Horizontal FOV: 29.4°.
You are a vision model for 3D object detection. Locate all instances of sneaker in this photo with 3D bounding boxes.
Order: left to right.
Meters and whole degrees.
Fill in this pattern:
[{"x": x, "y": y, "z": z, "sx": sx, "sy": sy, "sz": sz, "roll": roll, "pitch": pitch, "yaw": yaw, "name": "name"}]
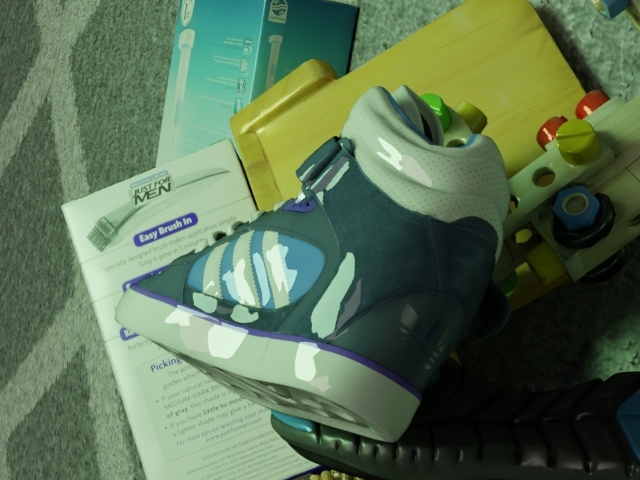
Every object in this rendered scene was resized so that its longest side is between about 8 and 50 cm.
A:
[{"x": 0.000, "y": 0.000, "z": 0.878, "sx": 0.322, "sy": 0.130, "sz": 0.236, "roll": 9, "pitch": 68, "yaw": 53, "name": "sneaker"}, {"x": 0.121, "y": 0.168, "z": 0.896, "sx": 0.340, "sy": 0.125, "sz": 0.140, "roll": 7, "pitch": 129, "yaw": 25, "name": "sneaker"}]

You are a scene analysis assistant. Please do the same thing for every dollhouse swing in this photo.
[{"x": 0.116, "y": 0.003, "z": 1.151, "sx": 0.315, "sy": 0.304, "sz": 0.347, "roll": 68, "pitch": 180, "yaw": -55, "name": "dollhouse swing"}]

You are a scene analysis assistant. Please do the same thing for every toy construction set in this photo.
[{"x": 0.184, "y": -0.089, "z": 0.926, "sx": 0.328, "sy": 0.151, "sz": 0.215, "roll": -45, "pitch": 52, "yaw": 13, "name": "toy construction set"}]

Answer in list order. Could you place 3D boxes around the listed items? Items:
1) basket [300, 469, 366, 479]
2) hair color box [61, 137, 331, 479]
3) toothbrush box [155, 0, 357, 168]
[{"x": 0.113, "y": 0.342, "z": 1.004, "sx": 0.213, "sy": 0.223, "sz": 0.299, "roll": -21, "pitch": 44, "yaw": 21, "name": "basket"}, {"x": -0.110, "y": 0.092, "z": 1.194, "sx": 0.110, "sy": 0.185, "sz": 0.339, "roll": 62, "pitch": -173, "yaw": -73, "name": "hair color box"}, {"x": -0.086, "y": -0.142, "z": 1.425, "sx": 0.216, "sy": 0.126, "sz": 0.296, "roll": 19, "pitch": 101, "yaw": 56, "name": "toothbrush box"}]
